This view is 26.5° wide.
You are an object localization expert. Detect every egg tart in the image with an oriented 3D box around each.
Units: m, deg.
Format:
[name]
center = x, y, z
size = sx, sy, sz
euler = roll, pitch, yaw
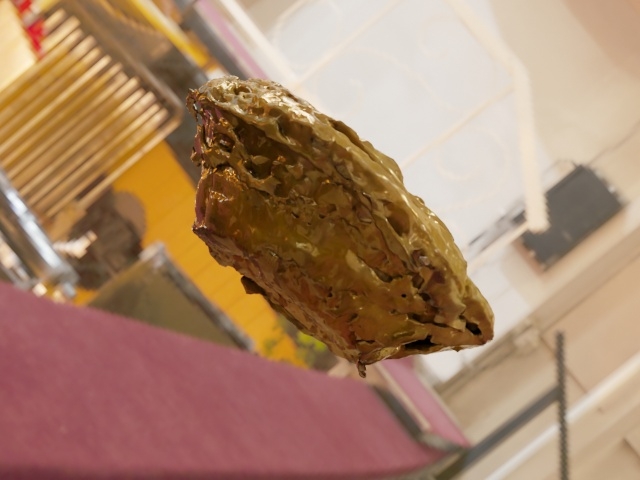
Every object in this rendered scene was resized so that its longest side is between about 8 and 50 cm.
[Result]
[egg tart]
center = 0.000, 0.000, 0.441
size = 0.130, 0.052, 0.130
euler = 39, -12, 10
